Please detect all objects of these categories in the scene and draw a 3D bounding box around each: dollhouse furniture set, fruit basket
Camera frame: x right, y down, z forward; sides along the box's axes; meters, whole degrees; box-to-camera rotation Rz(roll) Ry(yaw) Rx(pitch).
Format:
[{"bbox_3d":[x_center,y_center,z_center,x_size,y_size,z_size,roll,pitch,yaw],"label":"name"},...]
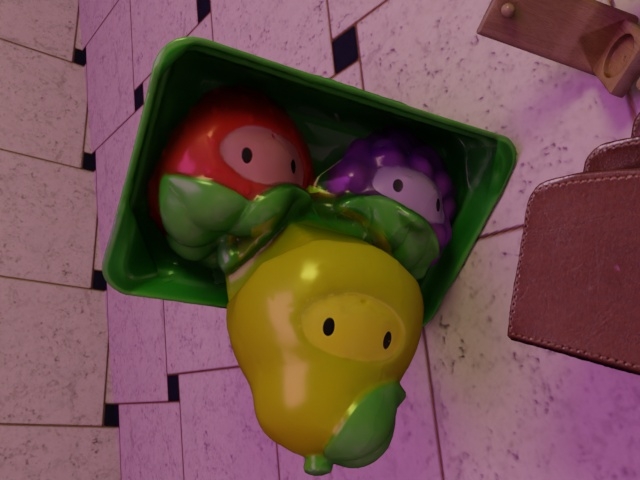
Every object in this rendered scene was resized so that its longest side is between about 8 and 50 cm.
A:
[{"bbox_3d":[0.214,-0.175,0.464,0.151,0.123,0.144,-86,16,-53],"label":"dollhouse furniture set"},{"bbox_3d":[0.000,0.000,0.592,0.392,0.392,0.282,46,123,43],"label":"fruit basket"}]

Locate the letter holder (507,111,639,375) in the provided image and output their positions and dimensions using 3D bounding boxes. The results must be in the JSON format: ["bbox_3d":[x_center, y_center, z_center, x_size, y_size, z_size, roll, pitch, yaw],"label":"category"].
[{"bbox_3d":[0.297,-0.010,0.387,0.302,0.152,0.214,11,94,52],"label":"letter holder"}]
